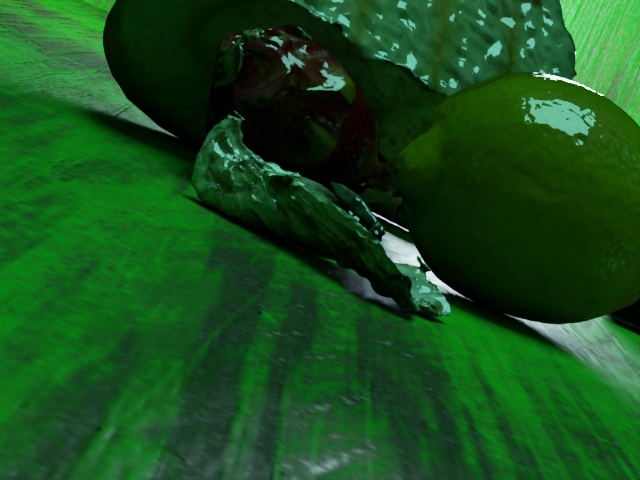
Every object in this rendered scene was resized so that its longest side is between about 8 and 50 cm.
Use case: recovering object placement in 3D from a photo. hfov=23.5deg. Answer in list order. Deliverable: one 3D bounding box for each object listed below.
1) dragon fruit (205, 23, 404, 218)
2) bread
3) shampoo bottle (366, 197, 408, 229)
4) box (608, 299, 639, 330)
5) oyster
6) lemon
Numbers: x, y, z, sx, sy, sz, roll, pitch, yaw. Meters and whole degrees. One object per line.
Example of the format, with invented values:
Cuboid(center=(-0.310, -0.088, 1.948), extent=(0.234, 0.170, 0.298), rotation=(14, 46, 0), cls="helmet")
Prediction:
Cuboid(center=(0.004, -0.075, 1.181), extent=(0.125, 0.125, 0.246), rotation=(38, 7, 38), cls="dragon fruit")
Cuboid(center=(0.001, -0.179, 1.346), extent=(0.395, 0.264, 0.239), rotation=(32, 47, -26), cls="bread")
Cuboid(center=(0.031, -0.058, 1.462), extent=(0.190, 0.041, 0.069), rotation=(27, 13, 30), cls="shampoo bottle")
Cuboid(center=(0.367, 0.066, 1.517), extent=(0.168, 0.071, 0.259), rotation=(25, 6, 10), cls="box")
Cuboid(center=(0.003, -0.002, 0.980), extent=(0.106, 0.061, 0.200), rotation=(41, -4, -42), cls="oyster")
Cuboid(center=(0.166, -0.029, 1.128), extent=(0.248, 0.184, 0.184), rotation=(20, 8, -21), cls="lemon")
